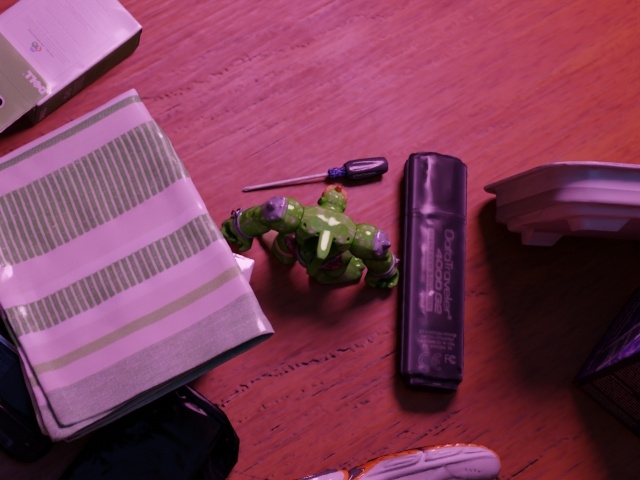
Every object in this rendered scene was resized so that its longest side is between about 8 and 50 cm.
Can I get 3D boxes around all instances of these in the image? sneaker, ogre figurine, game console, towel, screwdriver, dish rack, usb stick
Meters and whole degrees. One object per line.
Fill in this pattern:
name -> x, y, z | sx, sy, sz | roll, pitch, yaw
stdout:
sneaker -> 0.069, 0.287, 1.786 | 0.262, 0.099, 0.121 | -13, 84, -9
ogre figurine -> 0.000, 0.000, 1.843 | 0.197, 0.118, 0.097 | 36, 67, -1
game console -> -0.271, 0.175, 1.759 | 0.361, 0.044, 0.213 | 39, 66, 0
towel -> -0.226, 0.020, 1.741 | 0.248, 0.038, 0.325 | -28, 63, -3
screwdriver -> -0.004, -0.073, 1.917 | 0.170, 0.025, 0.024 | -9, 74, -17
dish rack -> 0.366, -0.029, 1.865 | 0.333, 0.285, 0.072 | 4, 85, -12
usb stick -> 0.126, 0.032, 1.904 | 0.077, 0.045, 0.278 | 9, 70, -18

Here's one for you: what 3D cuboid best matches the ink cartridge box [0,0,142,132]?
ink cartridge box -> -0.309, -0.202, 1.863 | 0.209, 0.062, 0.109 | -41, 85, -22

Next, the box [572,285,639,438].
box -> 0.391, 0.113, 1.853 | 0.108, 0.207, 0.153 | 39, 67, -2

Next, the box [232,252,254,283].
box -> -0.135, 0.060, 1.798 | 0.102, 0.101, 0.087 | 16, 68, -9
